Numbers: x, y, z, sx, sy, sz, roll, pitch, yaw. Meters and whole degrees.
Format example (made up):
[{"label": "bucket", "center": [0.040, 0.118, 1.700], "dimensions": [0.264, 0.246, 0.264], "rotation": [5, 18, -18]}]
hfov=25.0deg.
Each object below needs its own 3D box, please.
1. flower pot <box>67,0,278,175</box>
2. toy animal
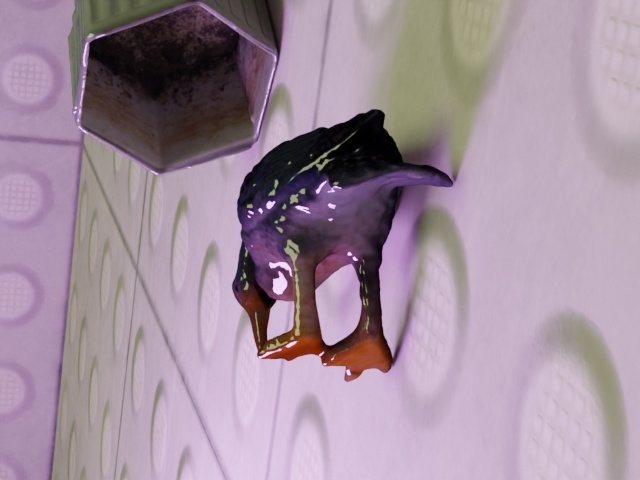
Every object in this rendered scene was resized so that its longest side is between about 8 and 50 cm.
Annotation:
[{"label": "flower pot", "center": [-0.169, -0.219, 1.599], "dimensions": [0.190, 0.209, 0.239], "rotation": [-103, 22, -45]}, {"label": "toy animal", "center": [0.000, 0.000, 1.108], "dimensions": [0.298, 0.122, 0.185], "rotation": [117, 153, -52]}]
